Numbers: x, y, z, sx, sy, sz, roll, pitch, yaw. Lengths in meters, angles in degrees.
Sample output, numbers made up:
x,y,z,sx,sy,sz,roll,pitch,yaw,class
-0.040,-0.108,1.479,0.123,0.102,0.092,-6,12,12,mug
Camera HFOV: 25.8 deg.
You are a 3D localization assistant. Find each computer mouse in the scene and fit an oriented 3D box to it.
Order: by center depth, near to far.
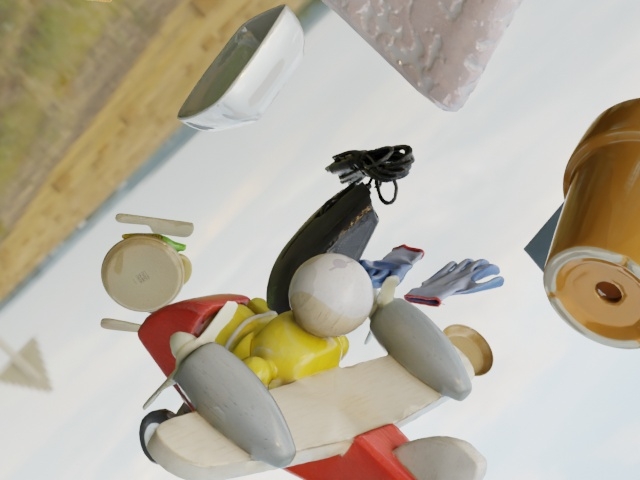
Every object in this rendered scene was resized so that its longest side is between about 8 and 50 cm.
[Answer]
x,y,z,sx,sy,sz,roll,pitch,yaw,class
0.000,0.000,1.641,0.272,0.072,0.188,-65,-159,-8,computer mouse

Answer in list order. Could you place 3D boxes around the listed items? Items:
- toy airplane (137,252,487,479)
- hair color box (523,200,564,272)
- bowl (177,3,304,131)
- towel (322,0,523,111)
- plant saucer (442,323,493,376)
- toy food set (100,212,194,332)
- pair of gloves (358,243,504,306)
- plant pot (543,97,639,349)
x,y,z,sx,sy,sz,roll,pitch,yaw,class
0.008,0.152,1.418,0.386,0.385,0.272,-113,-146,-72,toy airplane
0.497,0.063,2.136,0.374,0.185,0.113,14,121,-47,hair color box
-0.075,-0.167,1.433,0.142,0.053,0.142,-55,-161,-16,bowl
0.115,-0.367,1.648,0.053,0.317,0.331,-29,155,-45,towel
0.195,0.152,1.894,0.083,0.083,0.015,-52,178,-46,plant saucer
-0.258,0.048,2.068,0.038,0.133,0.192,-100,-159,-69,toy food set
0.119,0.039,1.683,0.198,0.023,0.159,9,-160,32,pair of gloves
0.311,-0.003,1.346,0.205,0.205,0.188,-35,-167,52,plant pot
